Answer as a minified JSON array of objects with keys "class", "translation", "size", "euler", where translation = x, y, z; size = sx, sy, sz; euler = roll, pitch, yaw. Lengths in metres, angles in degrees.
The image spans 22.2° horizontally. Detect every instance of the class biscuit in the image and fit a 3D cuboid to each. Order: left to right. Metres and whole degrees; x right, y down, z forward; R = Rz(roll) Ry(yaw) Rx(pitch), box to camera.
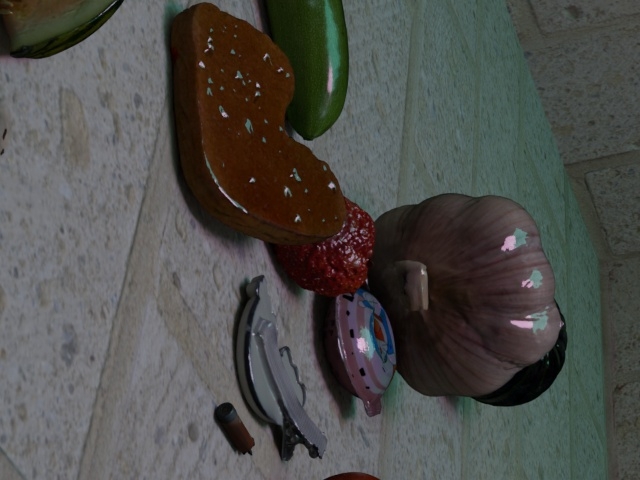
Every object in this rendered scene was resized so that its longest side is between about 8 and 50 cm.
[{"class":"biscuit","translation":[-0.077,-0.131,1.945],"size":[0.262,0.052,0.277],"euler":[13,64,-50]}]

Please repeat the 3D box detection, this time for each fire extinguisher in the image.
[{"class":"fire extinguisher","translation":[-0.093,0.214,1.835],"size":[0.028,0.022,0.083],"euler":[53,-8,49]}]

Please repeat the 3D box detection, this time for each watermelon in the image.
[{"class":"watermelon","translation":[-0.227,-0.305,1.565],"size":[0.159,0.128,0.303],"euler":[33,49,-65]}]

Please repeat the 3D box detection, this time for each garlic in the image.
[{"class":"garlic","translation":[0.194,0.079,2.346],"size":[0.241,0.322,0.322],"euler":[-34,116,-36]}]

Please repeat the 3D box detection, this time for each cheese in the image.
[{"class":"cheese","translation":[0.046,0.101,2.239],"size":[0.189,0.074,0.285],"euler":[10,69,-72]}]

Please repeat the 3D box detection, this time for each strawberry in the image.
[{"class":"strawberry","translation":[0.007,0.001,2.097],"size":[0.148,0.131,0.131],"euler":[49,35,-60]}]

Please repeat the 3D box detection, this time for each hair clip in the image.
[{"class":"hair clip","translation":[-0.051,0.162,1.952],"size":[0.140,0.054,0.220],"euler":[-57,130,-59]}]

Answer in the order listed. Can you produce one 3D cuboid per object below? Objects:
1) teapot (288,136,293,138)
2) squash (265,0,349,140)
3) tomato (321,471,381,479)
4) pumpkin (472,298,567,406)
[{"class":"teapot","translation":[-0.055,-0.089,2.036],"size":[0.098,0.078,0.129],"euler":[58,27,-47]},{"class":"squash","translation":[-0.027,-0.334,2.229],"size":[0.107,0.107,0.395],"euler":[-6,84,-72]},{"class":"tomato","translation":[0.036,0.368,1.925],"size":[0.187,0.151,0.187],"euler":[48,33,-46]},{"class":"pumpkin","translation":[0.297,0.158,2.768],"size":[0.250,0.216,0.249],"euler":[-5,98,-42]}]
